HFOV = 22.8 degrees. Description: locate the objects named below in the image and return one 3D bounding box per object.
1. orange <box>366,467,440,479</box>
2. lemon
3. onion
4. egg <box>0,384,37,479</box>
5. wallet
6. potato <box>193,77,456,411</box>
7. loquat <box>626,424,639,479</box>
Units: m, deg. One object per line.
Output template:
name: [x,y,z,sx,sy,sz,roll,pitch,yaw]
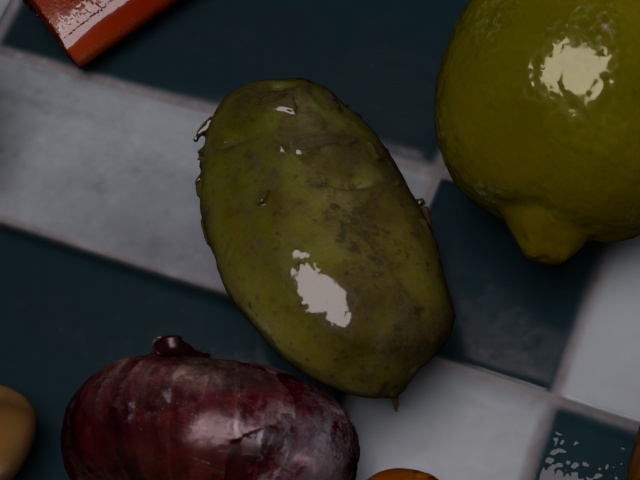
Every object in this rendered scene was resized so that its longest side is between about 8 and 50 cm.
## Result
orange: [0.051,0.179,0.963,0.083,0.083,0.083,-4,65,9]
lemon: [0.171,-0.104,1.019,0.184,0.184,0.248,15,70,17]
onion: [-0.082,0.127,0.980,0.206,0.098,0.151,-5,52,23]
egg: [-0.233,0.131,1.039,0.096,0.080,0.080,-38,64,-4]
wallet: [-0.138,-0.235,1.212,0.204,0.045,0.142,-35,64,-6]
potato: [0.000,0.000,1.032,0.149,0.113,0.251,-7,61,-33]
loquat: [0.318,0.149,0.804,0.328,0.328,0.328,-4,65,9]
